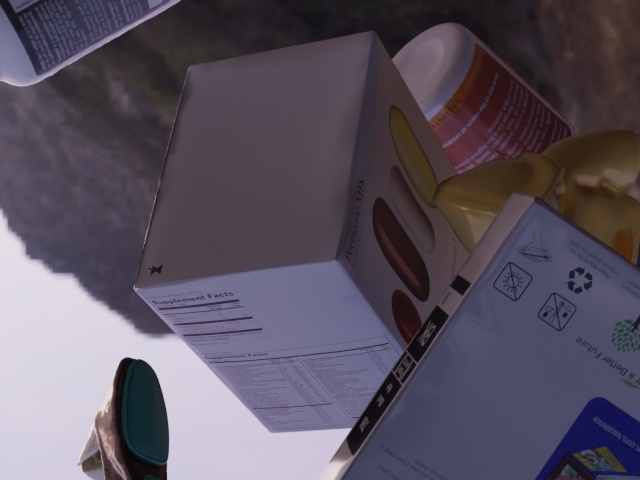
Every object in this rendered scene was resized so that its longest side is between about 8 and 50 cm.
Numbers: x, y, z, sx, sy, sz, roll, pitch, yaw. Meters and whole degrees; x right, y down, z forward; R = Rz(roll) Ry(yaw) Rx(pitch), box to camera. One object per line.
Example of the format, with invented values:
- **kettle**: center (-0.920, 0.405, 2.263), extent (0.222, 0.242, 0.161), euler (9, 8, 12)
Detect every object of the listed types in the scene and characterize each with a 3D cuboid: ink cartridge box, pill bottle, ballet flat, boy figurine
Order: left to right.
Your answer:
- **pill bottle**: center (-0.283, -0.255, 1.509), extent (0.278, 0.162, 0.162), euler (-32, -151, -13)
- **ballet flat**: center (-0.236, 0.284, 1.772), extent (0.106, 0.107, 0.316), euler (-27, -131, 18)
- **ink cartridge box**: center (0.086, 0.154, 0.835), extent (0.165, 0.333, 0.065), euler (35, -179, -8)
- **pill bottle**: center (0.157, -0.089, 1.352), extent (0.216, 0.121, 0.121), euler (38, -176, -26)
- **boy figurine**: center (0.186, 0.000, 1.010), extent (0.092, 0.177, 0.285), euler (16, 172, 44)

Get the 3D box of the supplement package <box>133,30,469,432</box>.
- **supplement package**: center (0.000, 0.000, 1.037), extent (0.149, 0.203, 0.194), euler (-8, -127, 25)
